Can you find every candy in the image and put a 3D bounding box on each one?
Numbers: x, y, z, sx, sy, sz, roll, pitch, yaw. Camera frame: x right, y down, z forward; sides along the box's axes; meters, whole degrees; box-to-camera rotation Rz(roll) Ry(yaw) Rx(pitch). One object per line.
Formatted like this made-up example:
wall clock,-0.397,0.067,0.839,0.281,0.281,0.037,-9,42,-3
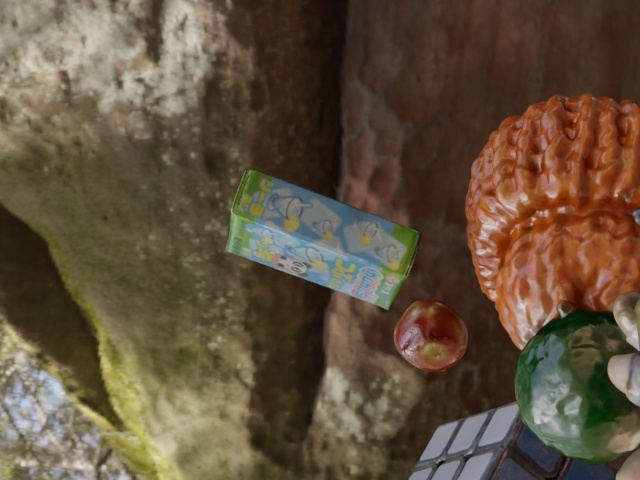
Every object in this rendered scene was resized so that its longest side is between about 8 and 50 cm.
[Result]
candy,0.000,0.000,1.055,0.097,0.194,0.062,110,180,-62

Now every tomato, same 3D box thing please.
tomato,0.128,0.114,1.165,0.075,0.087,0.087,-70,-37,-58

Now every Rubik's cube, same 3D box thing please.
Rubik's cube,0.302,0.475,1.603,0.305,0.304,0.301,39,-119,-4

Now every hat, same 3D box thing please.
hat,0.295,0.052,1.007,0.285,0.285,0.400,52,-157,-39

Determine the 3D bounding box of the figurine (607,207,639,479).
figurine,0.242,0.155,0.657,0.206,0.218,0.365,-14,-97,-9
